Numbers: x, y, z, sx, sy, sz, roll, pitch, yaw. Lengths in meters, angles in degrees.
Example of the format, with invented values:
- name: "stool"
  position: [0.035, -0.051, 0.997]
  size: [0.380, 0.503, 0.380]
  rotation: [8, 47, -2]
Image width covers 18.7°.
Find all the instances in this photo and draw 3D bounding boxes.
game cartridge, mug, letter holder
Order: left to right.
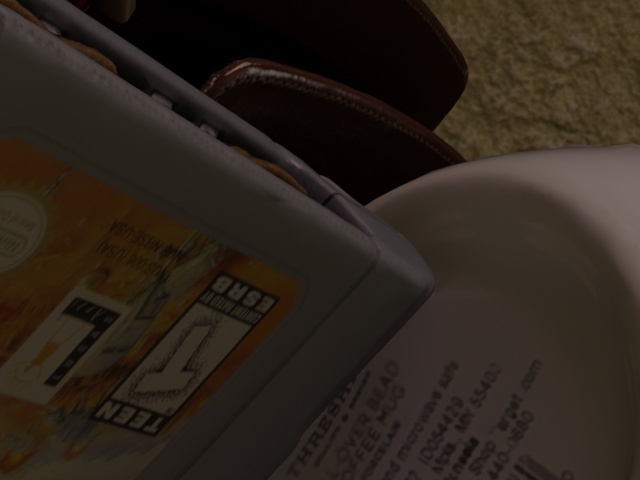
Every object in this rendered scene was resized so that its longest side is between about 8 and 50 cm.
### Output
- name: "game cartridge"
  position: [-0.097, 0.039, 0.412]
  size: [0.062, 0.198, 0.297]
  rotation: [41, 5, 26]
- name: "letter holder"
  position: [0.000, 0.000, 0.812]
  size: [0.152, 0.214, 0.302]
  rotation: [42, 8, 26]
- name: "mug"
  position: [0.160, 0.077, 0.611]
  size: [0.328, 0.374, 0.276]
  rotation: [27, 18, -42]

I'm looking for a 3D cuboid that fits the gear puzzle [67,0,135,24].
- name: "gear puzzle"
  position: [-0.134, -0.024, 0.501]
  size: [0.175, 0.339, 0.044]
  rotation: [17, 44, 9]
